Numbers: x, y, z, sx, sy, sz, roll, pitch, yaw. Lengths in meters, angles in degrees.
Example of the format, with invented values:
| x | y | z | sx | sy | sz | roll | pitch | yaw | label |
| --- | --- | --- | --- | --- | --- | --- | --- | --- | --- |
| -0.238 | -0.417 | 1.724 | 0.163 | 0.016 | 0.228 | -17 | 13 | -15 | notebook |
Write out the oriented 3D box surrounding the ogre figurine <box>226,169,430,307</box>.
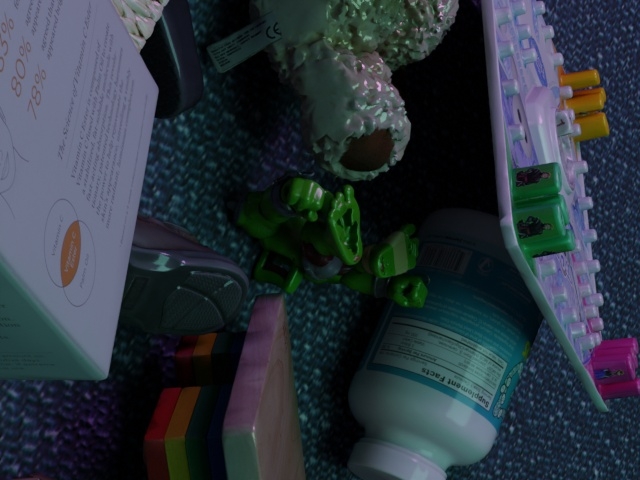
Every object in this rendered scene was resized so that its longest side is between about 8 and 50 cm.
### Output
| x | y | z | sx | sy | sz | roll | pitch | yaw | label |
| --- | --- | --- | --- | --- | --- | --- | --- | --- | --- |
| 0.000 | 0.000 | 1.195 | 0.197 | 0.118 | 0.097 | 12 | 84 | -52 | ogre figurine |

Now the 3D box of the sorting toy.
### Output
| x | y | z | sx | sy | sz | roll | pitch | yaw | label |
| --- | --- | --- | --- | --- | --- | --- | --- | --- | --- |
| -0.068 | 0.206 | 1.092 | 0.257 | 0.089 | 0.255 | -82 | 167 | -71 | sorting toy |

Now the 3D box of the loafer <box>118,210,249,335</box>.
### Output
| x | y | z | sx | sy | sz | roll | pitch | yaw | label |
| --- | --- | --- | --- | --- | --- | --- | --- | --- | --- |
| -0.172 | 0.009 | 1.041 | 0.267 | 0.084 | 0.096 | 19 | 113 | -46 | loafer |

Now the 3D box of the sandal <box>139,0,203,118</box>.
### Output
| x | y | z | sx | sy | sz | roll | pitch | yaw | label |
| --- | --- | --- | --- | --- | --- | --- | --- | --- | --- |
| -0.129 | -0.216 | 1.028 | 0.054 | 0.097 | 0.254 | -35 | 133 | -40 | sandal |

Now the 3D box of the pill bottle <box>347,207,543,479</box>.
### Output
| x | y | z | sx | sy | sz | roll | pitch | yaw | label |
| --- | --- | --- | --- | --- | --- | --- | --- | --- | --- |
| 0.118 | 0.112 | 1.335 | 0.146 | 0.146 | 0.264 | 43 | 65 | -45 | pill bottle |

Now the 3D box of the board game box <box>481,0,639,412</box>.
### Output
| x | y | z | sx | sy | sz | roll | pitch | yaw | label |
| --- | --- | --- | --- | --- | --- | --- | --- | --- | --- |
| 0.230 | -0.086 | 1.328 | 0.390 | 0.050 | 0.390 | 52 | 32 | -55 | board game box |

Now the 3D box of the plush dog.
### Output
| x | y | z | sx | sy | sz | roll | pitch | yaw | label |
| --- | --- | --- | --- | --- | --- | --- | --- | --- | --- |
| 0.039 | -0.202 | 1.190 | 0.225 | 0.210 | 0.262 | -11 | 128 | -65 | plush dog |

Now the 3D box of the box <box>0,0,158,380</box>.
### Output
| x | y | z | sx | sy | sz | roll | pitch | yaw | label |
| --- | --- | --- | --- | --- | --- | --- | --- | --- | --- |
| -0.228 | -0.088 | 0.744 | 0.345 | 0.168 | 0.215 | 68 | 25 | -59 | box |

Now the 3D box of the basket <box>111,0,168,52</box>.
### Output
| x | y | z | sx | sy | sz | roll | pitch | yaw | label |
| --- | --- | --- | --- | --- | --- | --- | --- | --- | --- |
| -0.190 | -0.189 | 0.940 | 0.167 | 0.113 | 0.103 | 55 | 53 | -40 | basket |

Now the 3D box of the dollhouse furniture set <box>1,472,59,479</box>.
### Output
| x | y | z | sx | sy | sz | roll | pitch | yaw | label |
| --- | --- | --- | --- | --- | --- | --- | --- | --- | --- |
| -0.215 | 0.273 | 0.981 | 0.129 | 0.129 | 0.183 | 3 | 94 | -50 | dollhouse furniture set |
